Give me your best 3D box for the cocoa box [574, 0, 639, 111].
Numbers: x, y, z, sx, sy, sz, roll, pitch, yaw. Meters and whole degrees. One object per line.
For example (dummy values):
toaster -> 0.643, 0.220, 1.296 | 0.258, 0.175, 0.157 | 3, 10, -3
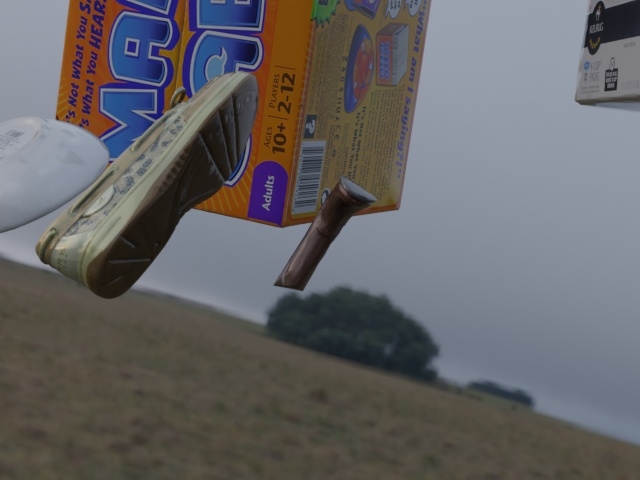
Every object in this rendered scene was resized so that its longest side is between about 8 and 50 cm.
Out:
cocoa box -> 0.418, -0.235, 1.369 | 0.231, 0.228, 0.347 | 6, 3, -8

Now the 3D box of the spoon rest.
spoon rest -> -0.273, -0.057, 1.145 | 0.276, 0.137, 0.084 | 18, -42, 45

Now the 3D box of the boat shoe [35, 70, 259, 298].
boat shoe -> -0.160, -0.071, 1.372 | 0.089, 0.285, 0.104 | 24, -35, 22

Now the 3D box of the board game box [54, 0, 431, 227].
board game box -> -0.095, -0.234, 1.893 | 0.356, 0.357, 0.356 | 13, 10, 26

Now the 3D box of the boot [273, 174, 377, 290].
boot -> 0.000, 0.000, 1.208 | 0.037, 0.114, 0.106 | 36, 3, 0
